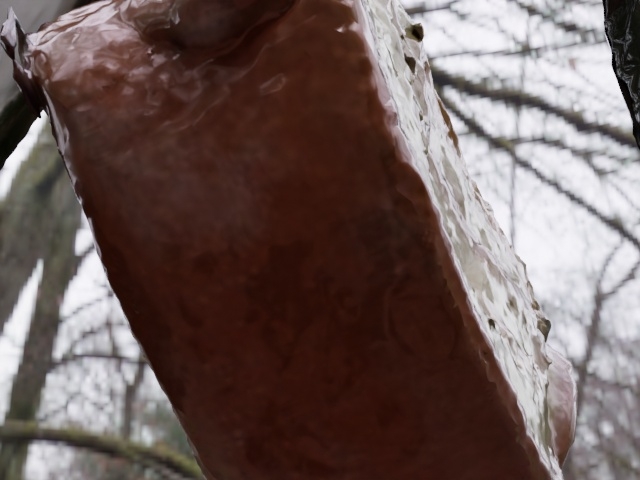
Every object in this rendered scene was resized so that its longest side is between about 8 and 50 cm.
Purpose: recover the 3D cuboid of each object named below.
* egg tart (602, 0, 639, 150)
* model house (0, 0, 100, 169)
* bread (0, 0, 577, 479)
[{"bbox_3d":[0.141,-0.055,0.294,0.171,0.215,0.215,-28,-46,19],"label":"egg tart"},{"bbox_3d":[-0.267,-0.154,0.752,0.301,0.190,0.271,40,-74,11],"label":"model house"},{"bbox_3d":[0.000,0.007,0.513,0.123,0.190,0.244,-21,-57,14],"label":"bread"}]
